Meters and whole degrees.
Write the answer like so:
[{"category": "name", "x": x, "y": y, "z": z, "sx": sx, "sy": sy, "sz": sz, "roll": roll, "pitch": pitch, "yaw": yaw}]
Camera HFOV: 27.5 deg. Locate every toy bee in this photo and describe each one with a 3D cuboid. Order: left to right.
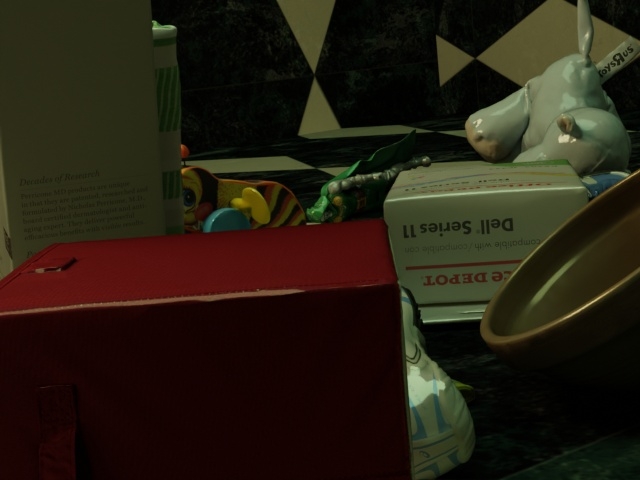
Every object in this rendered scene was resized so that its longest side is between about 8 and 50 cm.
[{"category": "toy bee", "x": -0.147, "y": -0.051, "z": 1.726, "sx": 0.195, "sy": 0.162, "sz": 0.298, "roll": 2, "pitch": 12, "yaw": 32}]

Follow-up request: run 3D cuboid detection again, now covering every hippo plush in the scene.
[{"category": "hippo plush", "x": 0.363, "y": -0.124, "z": 1.797, "sx": 0.234, "sy": 0.294, "sz": 0.236, "roll": 35, "pitch": 21, "yaw": -26}]

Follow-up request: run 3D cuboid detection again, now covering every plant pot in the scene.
[{"category": "plant pot", "x": 0.243, "y": 0.035, "z": 0.955, "sx": 0.237, "sy": 0.110, "sz": 0.237, "roll": -40, "pitch": 7, "yaw": 6}]

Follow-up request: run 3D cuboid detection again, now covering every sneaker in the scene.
[{"category": "sneaker", "x": 0.039, "y": 0.091, "z": 0.889, "sx": 0.086, "sy": 0.085, "sz": 0.237, "roll": -13, "pitch": 18, "yaw": -4}, {"category": "sneaker", "x": 0.311, "y": -0.032, "z": 1.632, "sx": 0.211, "sy": 0.080, "sz": 0.081, "roll": -16, "pitch": 17, "yaw": -7}]

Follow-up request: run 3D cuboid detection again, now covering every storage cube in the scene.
[{"category": "storage cube", "x": -0.051, "y": 0.095, "z": 0.665, "sx": 0.193, "sy": 0.183, "sz": 0.215, "roll": -4, "pitch": 9, "yaw": 3}]

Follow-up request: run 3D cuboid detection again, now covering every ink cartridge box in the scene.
[{"category": "ink cartridge box", "x": 0.177, "y": -0.007, "z": 1.374, "sx": 0.207, "sy": 0.119, "sz": 0.353, "roll": -4, "pitch": 9, "yaw": 7}]

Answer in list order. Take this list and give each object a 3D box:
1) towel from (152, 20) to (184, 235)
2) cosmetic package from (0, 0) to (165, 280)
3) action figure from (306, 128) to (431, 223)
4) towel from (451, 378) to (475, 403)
[{"category": "towel", "x": -0.267, "y": -0.073, "z": 1.428, "sx": 0.248, "sy": 0.325, "sz": 0.038, "roll": -9, "pitch": 26, "yaw": -22}, {"category": "cosmetic package", "x": -0.251, "y": -0.096, "z": 1.267, "sx": 0.156, "sy": 0.385, "sz": 0.217, "roll": -10, "pitch": 19, "yaw": -20}, {"category": "action figure", "x": 0.068, "y": -0.066, "z": 1.905, "sx": 0.232, "sy": 0.137, "sz": 0.063, "roll": -23, "pitch": 31, "yaw": -38}, {"category": "towel", "x": 0.018, "y": 0.111, "z": 1.055, "sx": 0.102, "sy": 0.021, "sz": 0.237, "roll": -6, "pitch": 8, "yaw": -27}]
